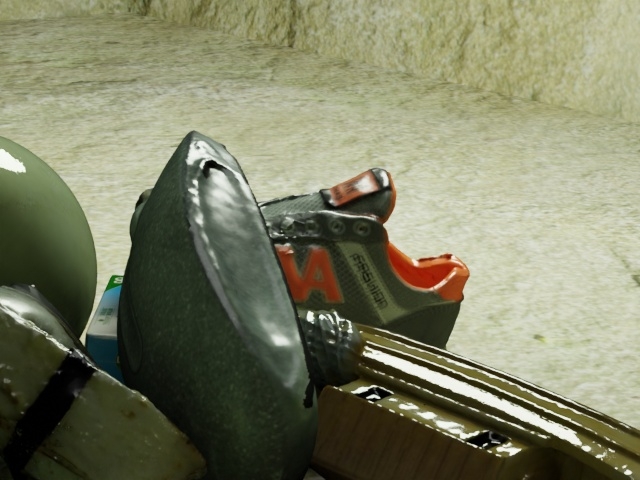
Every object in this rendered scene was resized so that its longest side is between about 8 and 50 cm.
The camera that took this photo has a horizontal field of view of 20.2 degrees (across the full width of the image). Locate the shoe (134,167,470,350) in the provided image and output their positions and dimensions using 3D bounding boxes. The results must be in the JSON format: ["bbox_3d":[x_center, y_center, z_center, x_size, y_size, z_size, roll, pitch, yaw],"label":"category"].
[{"bbox_3d":[0.000,0.000,1.679,0.336,0.171,0.132,26,14,-14],"label":"shoe"}]

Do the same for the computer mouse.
[{"bbox_3d":[-0.105,0.058,1.453,0.114,0.203,0.374,-1,39,-21],"label":"computer mouse"}]

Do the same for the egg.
[{"bbox_3d":[-0.305,0.015,1.545,0.218,0.218,0.295,5,-26,2],"label":"egg"}]

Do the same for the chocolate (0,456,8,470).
[{"bbox_3d":[-0.322,0.130,1.438,0.248,0.110,0.110,6,15,6],"label":"chocolate"}]

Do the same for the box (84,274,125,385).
[{"bbox_3d":[-0.140,0.095,1.664,0.139,0.073,0.194,5,15,-2],"label":"box"}]

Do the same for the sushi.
[{"bbox_3d":[-0.195,0.125,1.312,0.134,0.109,0.273,-39,67,-20],"label":"sushi"}]

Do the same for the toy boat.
[{"bbox_3d":[0.115,0.164,1.380,0.445,0.136,0.162,18,25,38],"label":"toy boat"}]
